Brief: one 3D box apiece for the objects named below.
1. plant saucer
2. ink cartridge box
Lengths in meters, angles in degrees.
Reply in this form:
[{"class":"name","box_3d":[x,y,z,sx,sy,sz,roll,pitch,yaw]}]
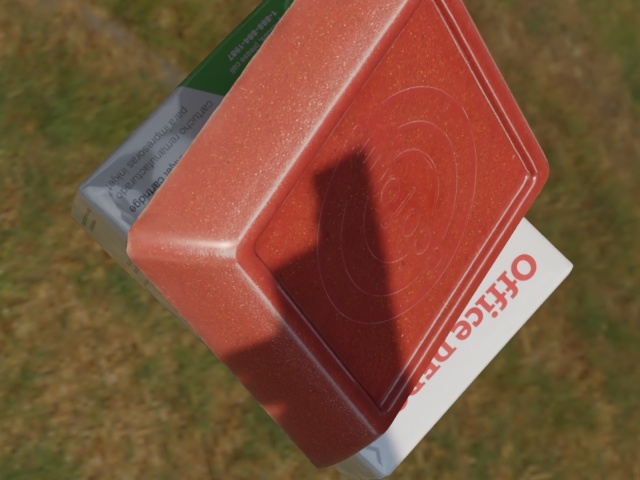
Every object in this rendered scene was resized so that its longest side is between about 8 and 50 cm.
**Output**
[{"class":"plant saucer","box_3d":[0.034,-0.023,1.038,0.259,0.047,0.258,-55,140,-17]},{"class":"ink cartridge box","box_3d":[0.000,0.000,1.231,0.278,0.117,0.201,44,78,-2]}]
